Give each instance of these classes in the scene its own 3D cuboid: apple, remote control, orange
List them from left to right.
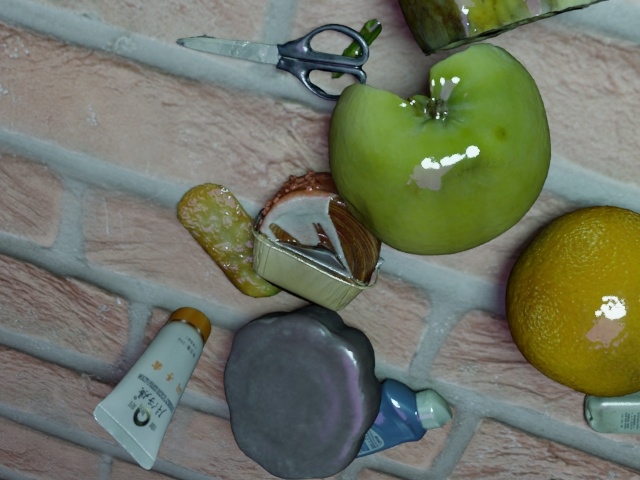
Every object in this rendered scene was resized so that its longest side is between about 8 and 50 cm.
[{"bbox_3d":[0.156,-0.101,0.865,0.295,0.258,0.234,-7,76,11],"label":"apple"},{"bbox_3d":[0.404,0.087,0.937,0.274,0.274,0.274,6,121,9],"label":"orange"},{"bbox_3d":[0.633,0.305,1.144,0.309,0.038,0.090,-4,118,14],"label":"remote control"}]

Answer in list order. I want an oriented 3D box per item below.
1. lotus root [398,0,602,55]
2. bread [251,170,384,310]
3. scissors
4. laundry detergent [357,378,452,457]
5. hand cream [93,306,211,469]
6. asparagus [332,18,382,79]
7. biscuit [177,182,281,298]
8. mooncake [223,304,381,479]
[{"bbox_3d":[0.178,-0.395,0.714,0.250,0.250,0.346,-12,109,19],"label":"lotus root"},{"bbox_3d":[0.000,0.000,1.046,0.224,0.142,0.212,25,125,-2],"label":"bread"},{"bbox_3d":[-0.075,-0.275,0.958,0.299,0.022,0.109,12,118,13],"label":"scissors"},{"bbox_3d":[0.108,0.343,1.260,0.289,0.094,0.143,-17,105,18],"label":"laundry detergent"},{"bbox_3d":[-0.292,0.241,1.153,0.089,0.314,0.140,-25,115,28],"label":"hand cream"},{"bbox_3d":[0.050,-0.277,0.940,0.025,0.021,0.108,42,121,-4],"label":"asparagus"},{"bbox_3d":[-0.151,0.005,1.150,0.118,0.029,0.247,-31,109,19],"label":"biscuit"},{"bbox_3d":[-0.030,0.263,1.157,0.306,0.154,0.306,2,97,19],"label":"mooncake"}]
